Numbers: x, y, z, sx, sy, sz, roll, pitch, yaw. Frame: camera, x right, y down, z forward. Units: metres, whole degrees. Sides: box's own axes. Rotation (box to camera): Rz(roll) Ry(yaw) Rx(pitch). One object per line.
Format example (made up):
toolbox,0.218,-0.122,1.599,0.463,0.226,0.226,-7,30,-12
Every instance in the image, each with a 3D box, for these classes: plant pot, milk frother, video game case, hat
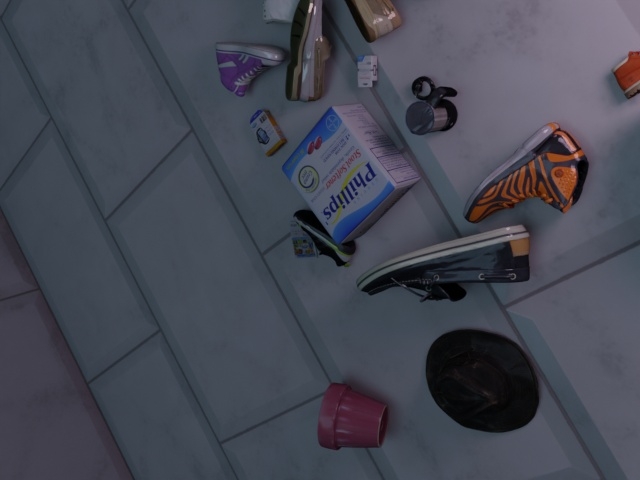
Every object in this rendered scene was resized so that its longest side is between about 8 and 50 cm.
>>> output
plant pot,0.106,0.547,1.991,0.180,0.201,0.201,7,107,19
milk frother,0.262,-0.344,1.660,0.143,0.134,0.129,25,115,29
video game case,-0.054,-0.003,2.063,0.087,0.011,0.122,-4,100,36
hat,0.406,0.396,1.755,0.331,0.134,0.332,10,107,35

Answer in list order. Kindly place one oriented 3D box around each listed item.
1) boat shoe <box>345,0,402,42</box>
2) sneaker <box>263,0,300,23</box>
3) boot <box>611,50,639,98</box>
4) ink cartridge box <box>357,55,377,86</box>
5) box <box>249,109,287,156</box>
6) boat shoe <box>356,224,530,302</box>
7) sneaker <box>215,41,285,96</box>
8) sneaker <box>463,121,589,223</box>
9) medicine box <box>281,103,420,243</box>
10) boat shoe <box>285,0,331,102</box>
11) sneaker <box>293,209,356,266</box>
boat shoe,0.100,-0.690,1.715,0.110,0.121,0.341,-26,89,1
sneaker,-0.163,-0.719,1.891,0.292,0.108,0.169,29,115,26
boot,0.696,-0.381,1.381,0.158,0.059,0.085,-39,74,38
ink cartridge box,0.129,-0.463,1.793,0.048,0.028,0.083,9,107,35
box,-0.168,-0.341,2.048,0.081,0.028,0.136,-36,78,37
boat shoe,0.312,0.089,1.713,0.500,0.186,0.156,-16,86,33
sneaker,-0.208,-0.516,1.993,0.282,0.102,0.161,20,117,43
sneaker,0.494,-0.111,1.558,0.180,0.124,0.321,52,126,15
medicine box,0.080,-0.187,1.828,0.289,0.149,0.263,54,126,14
boat shoe,-0.026,-0.541,1.840,0.113,0.103,0.302,-121,37,-54
sneaker,0.000,0.000,1.976,0.234,0.084,0.097,38,125,21
